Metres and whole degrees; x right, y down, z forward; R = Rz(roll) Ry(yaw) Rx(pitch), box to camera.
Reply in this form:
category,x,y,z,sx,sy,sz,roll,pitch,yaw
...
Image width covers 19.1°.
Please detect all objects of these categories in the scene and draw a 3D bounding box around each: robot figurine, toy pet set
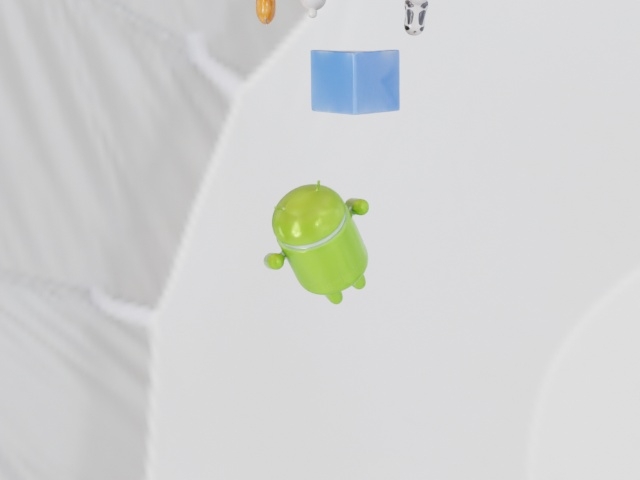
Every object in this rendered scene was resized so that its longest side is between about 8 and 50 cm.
category,x,y,z,sx,sy,sz,roll,pitch,yaw
robot figurine,0.000,0.000,1.625,0.101,0.115,0.067,-32,-140,-7
toy pet set,0.015,-0.146,1.304,0.122,0.114,0.065,0,-170,2
